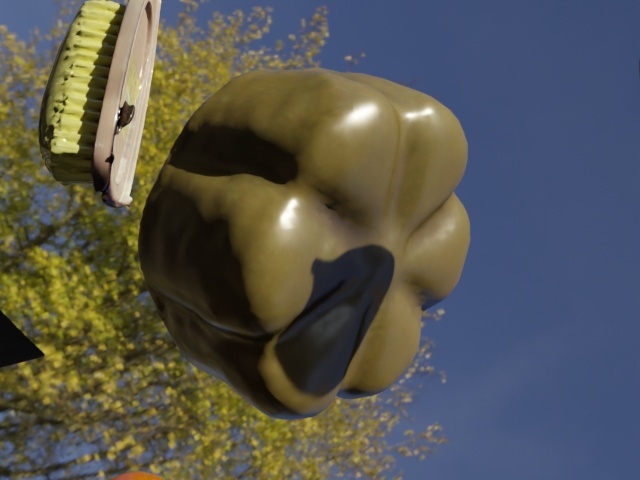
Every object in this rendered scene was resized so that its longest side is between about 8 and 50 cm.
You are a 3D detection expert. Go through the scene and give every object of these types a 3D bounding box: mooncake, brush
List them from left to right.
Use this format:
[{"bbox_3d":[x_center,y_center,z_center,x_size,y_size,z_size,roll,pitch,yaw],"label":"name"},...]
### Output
[{"bbox_3d":[-0.140,-0.168,0.622,0.072,0.067,0.313,106,-9,-64],"label":"brush"},{"bbox_3d":[0.000,0.000,1.189,0.262,0.467,0.467,21,-63,41],"label":"mooncake"}]

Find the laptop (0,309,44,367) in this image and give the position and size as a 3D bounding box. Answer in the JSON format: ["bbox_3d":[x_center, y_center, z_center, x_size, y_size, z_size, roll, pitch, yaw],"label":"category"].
[{"bbox_3d":[-0.507,0.118,1.291,0.135,0.016,0.197,-14,-50,22],"label":"laptop"}]

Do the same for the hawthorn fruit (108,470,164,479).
[{"bbox_3d":[-0.176,0.360,0.905,0.196,0.196,0.225,21,-90,33],"label":"hawthorn fruit"}]

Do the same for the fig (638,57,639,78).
[{"bbox_3d":[0.378,-0.205,0.887,0.126,0.133,0.185,21,-47,55],"label":"fig"}]
